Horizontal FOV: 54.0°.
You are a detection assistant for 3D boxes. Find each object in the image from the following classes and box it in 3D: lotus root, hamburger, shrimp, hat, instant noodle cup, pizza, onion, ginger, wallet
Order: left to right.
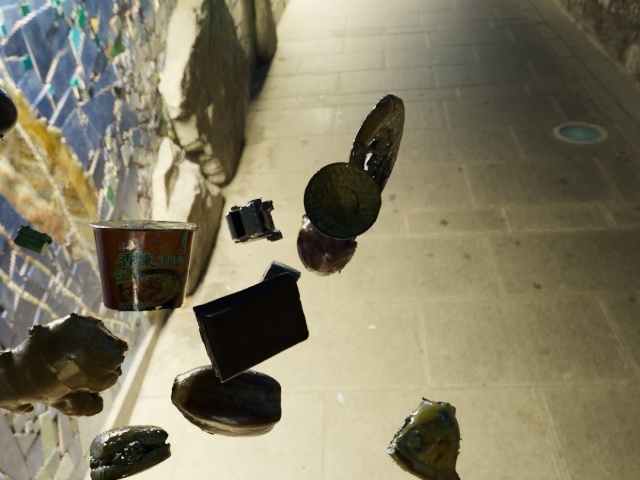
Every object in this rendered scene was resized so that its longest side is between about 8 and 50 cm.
[{"bbox_3d":[-0.583,0.284,1.355,0.376,0.236,0.165,-21,47,30],"label":"ginger"},{"bbox_3d":[-0.467,0.516,1.548,0.190,0.122,0.215,-5,-15,-39],"label":"hamburger"},{"bbox_3d":[-0.385,0.051,1.374,0.231,0.182,0.230,2,5,0],"label":"instant noodle cup"},{"bbox_3d":[-0.252,0.427,1.672,0.291,0.193,0.193,12,32,-9],"label":"lotus root"},{"bbox_3d":[-0.141,0.180,1.346,0.229,0.181,0.049,-22,20,-19],"label":"wallet"},{"bbox_3d":[-0.142,0.145,2.110,0.119,0.235,0.138,29,75,-4],"label":"lotus root"},{"bbox_3d":[0.000,0.000,1.671,0.160,0.159,0.194,-25,65,-25],"label":"onion"},{"bbox_3d":[0.039,-0.072,1.190,0.146,0.145,0.067,-9,-4,-4],"label":"hat"},{"bbox_3d":[0.131,-0.191,1.756,0.085,0.444,0.272,25,18,23],"label":"shrimp"},{"bbox_3d":[0.239,0.432,1.368,0.081,0.204,0.188,-23,52,49],"label":"pizza"}]

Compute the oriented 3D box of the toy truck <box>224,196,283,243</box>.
[{"bbox_3d":[-0.177,-0.044,1.685,0.124,0.114,0.253,-18,-3,7],"label":"toy truck"}]

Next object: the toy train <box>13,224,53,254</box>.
[{"bbox_3d":[-0.747,-0.001,1.633,0.093,0.038,0.056,22,67,-2],"label":"toy train"}]

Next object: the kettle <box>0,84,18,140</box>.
[{"bbox_3d":[-0.732,-0.250,1.209,0.271,0.207,0.250,8,56,-28],"label":"kettle"}]
